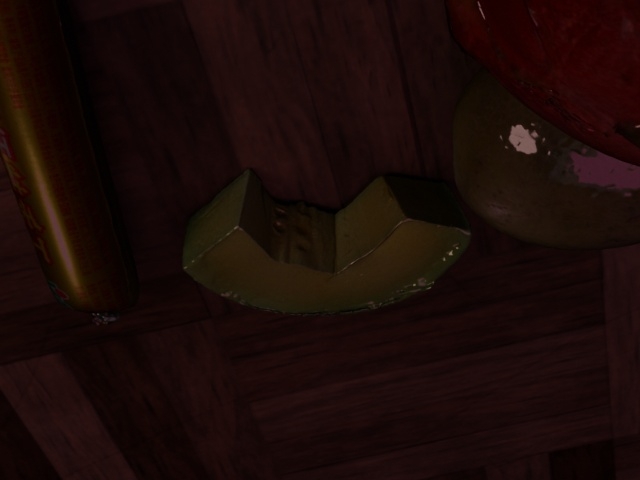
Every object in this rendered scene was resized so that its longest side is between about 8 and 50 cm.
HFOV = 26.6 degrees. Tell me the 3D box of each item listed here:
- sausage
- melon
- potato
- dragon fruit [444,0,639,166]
[{"bbox_3d":[-0.183,-0.056,0.937,0.082,0.082,0.372,-7,140,-2],"label":"sausage"},{"bbox_3d":[0.000,0.000,1.044,0.209,0.064,0.118,6,138,-13],"label":"melon"},{"bbox_3d":[0.216,-0.076,0.930,0.251,0.159,0.174,-4,169,17],"label":"potato"},{"bbox_3d":[0.205,-0.182,0.715,0.301,0.296,0.295,35,124,-16],"label":"dragon fruit"}]
